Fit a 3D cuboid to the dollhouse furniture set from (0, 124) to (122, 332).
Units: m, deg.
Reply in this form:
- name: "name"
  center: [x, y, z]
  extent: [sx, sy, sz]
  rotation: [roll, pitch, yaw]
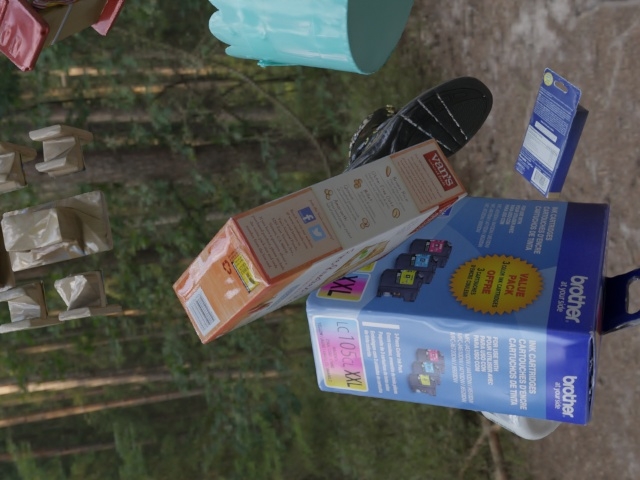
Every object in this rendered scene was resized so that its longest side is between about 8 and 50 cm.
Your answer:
- name: "dollhouse furniture set"
  center: [-0.594, -0.001, 1.663]
  extent: [0.256, 0.394, 0.362]
  rotation: [4, -105, -77]

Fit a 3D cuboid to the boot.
- name: "boot"
  center: [0.184, -0.226, 1.709]
  extent: [0.138, 0.377, 0.284]
  rotation: [42, -159, -12]

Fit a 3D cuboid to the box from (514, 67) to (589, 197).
- name: "box"
  center: [0.460, -0.214, 1.617]
  extent: [0.136, 0.036, 0.225]
  rotation: [-119, 32, -53]

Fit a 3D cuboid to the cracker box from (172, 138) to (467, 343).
- name: "cracker box"
  center: [0.000, 0.000, 0.735]
  extent: [0.067, 0.232, 0.156]
  rotation: [60, 145, 8]

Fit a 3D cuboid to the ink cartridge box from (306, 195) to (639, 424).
- name: "ink cartridge box"
  center: [0.214, 0.072, 1.029]
  extent: [0.270, 0.395, 0.151]
  rotation: [-61, -30, -49]

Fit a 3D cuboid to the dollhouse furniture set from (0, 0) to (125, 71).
- name: "dollhouse furniture set"
  center: [-0.370, -0.449, 1.215]
  extent: [0.152, 0.201, 0.374]
  rotation: [45, 133, -1]

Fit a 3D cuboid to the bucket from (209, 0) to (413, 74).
- name: "bucket"
  center: [0.003, -0.339, 0.990]
  extent: [0.281, 0.183, 0.281]
  rotation: [-54, -25, -40]

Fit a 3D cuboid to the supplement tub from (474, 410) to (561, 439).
- name: "supplement tub"
  center: [0.363, 0.268, 1.757]
  extent: [0.338, 0.207, 0.207]
  rotation: [22, 122, 48]
